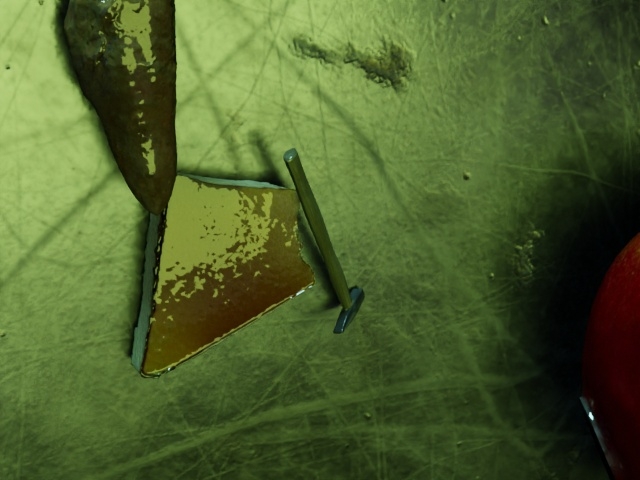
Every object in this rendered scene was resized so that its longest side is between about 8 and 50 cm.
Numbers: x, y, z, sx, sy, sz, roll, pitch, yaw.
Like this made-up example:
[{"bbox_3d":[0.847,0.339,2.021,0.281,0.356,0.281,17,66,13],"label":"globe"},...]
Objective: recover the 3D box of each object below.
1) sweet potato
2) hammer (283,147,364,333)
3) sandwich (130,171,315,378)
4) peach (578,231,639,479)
[{"bbox_3d":[-0.164,-0.195,1.167,0.114,0.092,0.341,8,99,1],"label":"sweet potato"},{"bbox_3d":[0.000,0.000,1.276,0.062,0.013,0.198,-61,140,-43],"label":"hammer"},{"bbox_3d":[-0.088,0.037,1.274,0.163,0.058,0.193,6,99,-21],"label":"sandwich"},{"bbox_3d":[0.417,0.155,1.332,0.310,0.335,0.405,-14,114,7],"label":"peach"}]
